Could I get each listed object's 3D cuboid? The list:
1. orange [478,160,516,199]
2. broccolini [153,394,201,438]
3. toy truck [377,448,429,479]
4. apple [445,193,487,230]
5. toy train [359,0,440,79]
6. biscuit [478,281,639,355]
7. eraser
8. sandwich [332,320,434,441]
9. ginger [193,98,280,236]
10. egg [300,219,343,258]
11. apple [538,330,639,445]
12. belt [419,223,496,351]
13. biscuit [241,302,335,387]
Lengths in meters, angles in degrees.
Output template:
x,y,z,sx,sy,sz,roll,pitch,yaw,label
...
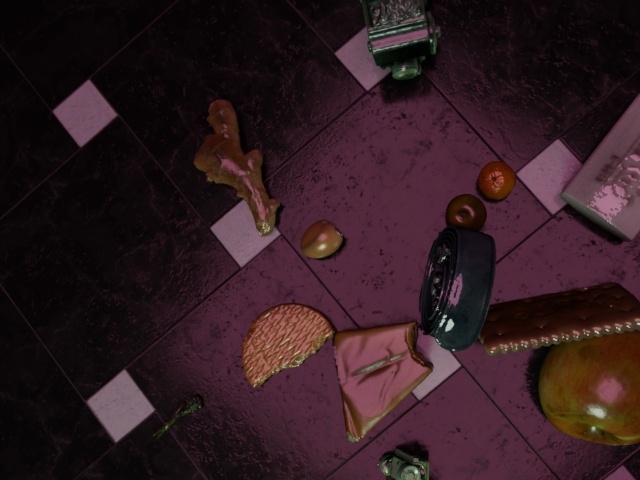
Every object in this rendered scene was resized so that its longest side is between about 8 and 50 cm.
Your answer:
x,y,z,sx,sy,sz,roll,pitch,yaw,label
0.383,-0.131,1.575,0.083,0.070,0.083,-1,87,13,orange
-0.325,0.406,1.656,0.140,0.030,0.035,-45,116,7,broccolini
0.189,0.578,1.528,0.135,0.128,0.260,7,84,-17,toy truck
0.315,-0.056,1.577,0.089,0.074,0.090,4,101,23,apple
0.165,-0.508,1.558,0.166,0.238,0.299,-12,82,10,toy train
0.476,0.151,1.468,0.324,0.217,0.044,-11,103,8,biscuit
0.659,-0.153,1.527,0.174,0.095,0.270,38,90,13,eraser
0.142,0.291,1.528,0.198,0.155,0.228,-9,84,8,sandwich
-0.194,-0.164,1.663,0.148,0.081,0.334,-32,82,-12,ginger
0.000,0.000,1.614,0.096,0.080,0.080,-38,81,0,egg
0.568,0.282,1.455,0.246,0.246,0.226,19,68,10,apple
0.282,0.100,1.489,0.116,0.206,0.268,14,67,-7,belt
-0.089,0.221,1.631,0.224,0.033,0.144,-36,79,3,biscuit
